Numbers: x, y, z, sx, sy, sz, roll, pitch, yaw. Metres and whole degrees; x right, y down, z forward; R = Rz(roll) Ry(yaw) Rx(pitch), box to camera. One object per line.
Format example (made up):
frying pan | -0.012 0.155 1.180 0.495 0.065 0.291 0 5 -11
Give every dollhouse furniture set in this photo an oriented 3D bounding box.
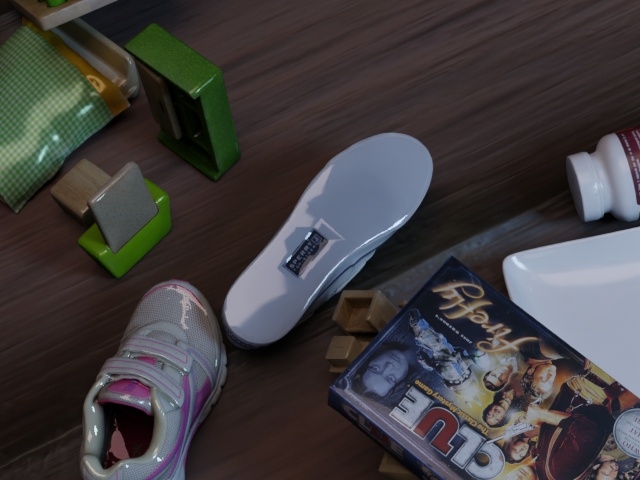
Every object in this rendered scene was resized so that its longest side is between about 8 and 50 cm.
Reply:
dollhouse furniture set | 0.074 0.147 1.623 0.161 0.101 0.182 0 56 38
dollhouse furniture set | -0.256 -0.135 1.790 0.301 0.151 0.197 36 70 26

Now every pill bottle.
pill bottle | 0.311 -0.067 1.696 0.152 0.086 0.086 -14 58 0

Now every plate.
plate | 0.323 0.099 1.602 0.277 0.045 0.278 -12 50 0

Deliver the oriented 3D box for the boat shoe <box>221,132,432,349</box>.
boat shoe | 0.000 0.000 1.705 0.258 0.084 0.095 -42 86 -14

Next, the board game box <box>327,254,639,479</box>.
board game box | 0.150 0.146 1.502 0.243 0.042 0.165 37 68 16

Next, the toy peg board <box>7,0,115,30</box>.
toy peg board | -0.247 -0.298 1.880 0.160 0.079 0.161 -26 26 -14

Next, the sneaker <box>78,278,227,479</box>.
sneaker | -0.152 0.139 1.630 0.103 0.111 0.252 4 59 11
